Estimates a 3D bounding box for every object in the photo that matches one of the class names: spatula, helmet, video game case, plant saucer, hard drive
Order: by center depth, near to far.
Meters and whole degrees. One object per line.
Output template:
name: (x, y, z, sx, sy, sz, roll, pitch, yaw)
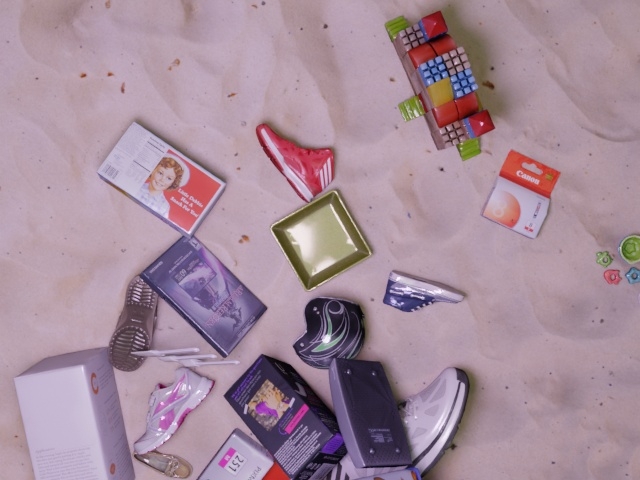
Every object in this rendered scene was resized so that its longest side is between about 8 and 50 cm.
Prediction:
hard drive: (0.107, 0.396, 1.801, 0.054, 0.171, 0.255, -40, 53, 36)
spatula: (-0.306, 0.270, 1.839, 0.168, 0.242, 0.019, 26, 63, -40)
video game case: (-0.272, 0.124, 1.875, 0.274, 0.196, 0.026, 44, 130, -3)
helmet: (0.021, 0.227, 1.884, 0.169, 0.169, 0.162, 7, 72, -1)
plant saucer: (0.000, 0.000, 1.931, 0.188, 0.045, 0.188, -30, 94, 1)

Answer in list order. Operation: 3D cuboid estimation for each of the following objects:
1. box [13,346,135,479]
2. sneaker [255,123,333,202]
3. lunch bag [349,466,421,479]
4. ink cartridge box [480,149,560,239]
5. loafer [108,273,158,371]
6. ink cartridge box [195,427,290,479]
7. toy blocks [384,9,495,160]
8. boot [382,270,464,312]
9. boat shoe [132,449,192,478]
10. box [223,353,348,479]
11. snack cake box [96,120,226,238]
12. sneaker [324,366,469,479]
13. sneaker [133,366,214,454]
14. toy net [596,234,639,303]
box: (-0.573, 0.451, 1.870, 0.168, 0.215, 0.346, -10, 94, 0)
sneaker: (-0.051, -0.212, 1.908, 0.128, 0.087, 0.221, -38, 106, -7)
lunch bag: (0.105, 0.694, 1.646, 0.238, 0.327, 0.386, -23, 69, 33)
ink cartridge box: (0.494, -0.112, 1.932, 0.145, 0.045, 0.179, 24, 96, -3)
loafer: (-0.441, 0.196, 1.920, 0.101, 0.092, 0.269, 20, 109, -4)
ink cartridge box: (-0.199, 0.648, 1.969, 0.238, 0.060, 0.275, 37, 93, -2)
toy blocks: (0.277, -0.361, 1.802, 0.190, 0.261, 0.382, -24, 94, 1)
boot: (0.250, 0.141, 1.941, 0.189, 0.069, 0.086, 17, 101, 6)
boat shoe: (-0.393, 0.554, 1.963, 0.153, 0.048, 0.056, 27, 93, -3)
box: (-0.070, 0.416, 1.844, 0.143, 0.165, 0.270, -47, 59, 3)
snack cake box: (-0.376, -0.141, 1.880, 0.264, 0.089, 0.152, 35, 79, -3)
sneaker: (0.153, 0.457, 1.904, 0.257, 0.169, 0.448, 32, 95, -5)
sneaker: (-0.377, 0.410, 1.935, 0.111, 0.103, 0.252, 41, 86, 1)
toy net: (0.786, 0.102, 1.950, 0.122, 0.045, 0.232, -34, 94, 1)
